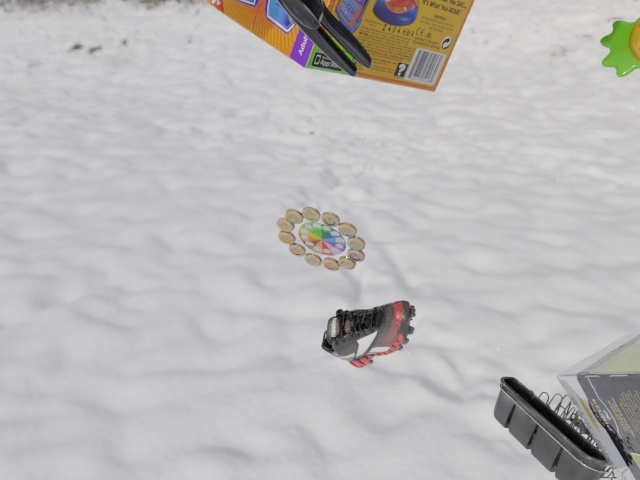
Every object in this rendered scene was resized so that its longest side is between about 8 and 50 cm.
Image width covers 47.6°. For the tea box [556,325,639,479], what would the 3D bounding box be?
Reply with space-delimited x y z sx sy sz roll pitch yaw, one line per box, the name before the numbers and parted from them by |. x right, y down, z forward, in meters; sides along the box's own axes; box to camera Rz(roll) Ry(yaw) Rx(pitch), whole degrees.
tea box | 0.483 0.236 0.791 0.220 0.328 0.323 -29 -8 -6

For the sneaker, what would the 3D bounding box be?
sneaker | 0.090 0.188 1.507 0.135 0.097 0.276 20 -31 -19

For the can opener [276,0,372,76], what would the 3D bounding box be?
can opener | -0.001 -0.271 0.917 0.059 0.073 0.186 -8 -31 35

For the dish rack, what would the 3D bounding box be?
dish rack | 0.406 0.298 1.085 0.272 0.074 0.208 13 18 -31

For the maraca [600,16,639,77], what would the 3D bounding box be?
maraca | 0.558 -0.330 1.189 0.186 0.127 0.099 -7 -22 30

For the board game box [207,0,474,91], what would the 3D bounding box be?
board game box | 0.062 -0.538 1.394 0.357 0.356 0.356 -1 33 -42

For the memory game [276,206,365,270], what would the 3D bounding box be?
memory game | 0.000 0.000 1.404 0.186 0.186 0.012 8 52 20
